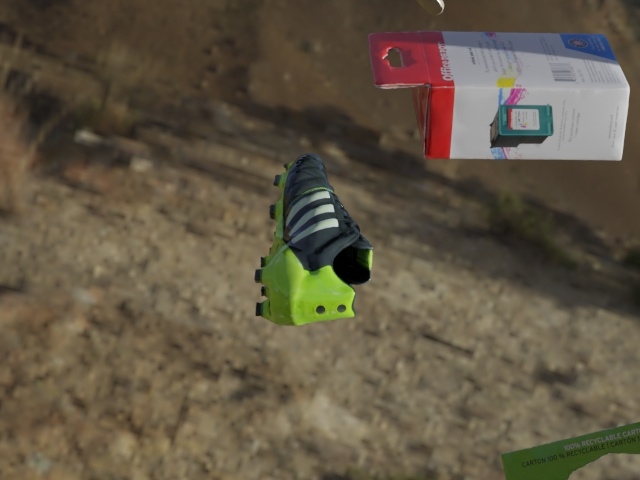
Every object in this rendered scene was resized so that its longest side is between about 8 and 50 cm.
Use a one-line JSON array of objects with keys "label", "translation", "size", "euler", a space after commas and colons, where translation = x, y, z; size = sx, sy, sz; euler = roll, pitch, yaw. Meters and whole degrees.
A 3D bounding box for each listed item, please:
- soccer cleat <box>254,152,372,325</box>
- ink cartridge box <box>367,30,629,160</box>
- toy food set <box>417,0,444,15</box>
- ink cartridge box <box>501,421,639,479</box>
[{"label": "soccer cleat", "translation": [0.000, 0.000, 1.124], "size": [0.072, 0.060, 0.179], "euler": [2, 33, 4]}, {"label": "ink cartridge box", "translation": [0.160, -0.137, 1.573], "size": [0.231, 0.078, 0.134], "euler": [1, 28, -2]}, {"label": "toy food set", "translation": [0.122, -0.234, 1.301], "size": [0.132, 0.192, 0.038], "euler": [45, 44, -28]}, {"label": "ink cartridge box", "translation": [0.213, 0.262, 1.210], "size": [0.189, 0.255, 0.097], "euler": [-18, -15, 31]}]
